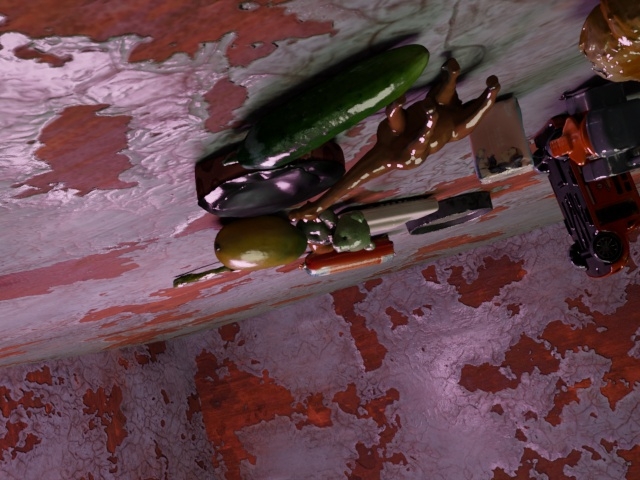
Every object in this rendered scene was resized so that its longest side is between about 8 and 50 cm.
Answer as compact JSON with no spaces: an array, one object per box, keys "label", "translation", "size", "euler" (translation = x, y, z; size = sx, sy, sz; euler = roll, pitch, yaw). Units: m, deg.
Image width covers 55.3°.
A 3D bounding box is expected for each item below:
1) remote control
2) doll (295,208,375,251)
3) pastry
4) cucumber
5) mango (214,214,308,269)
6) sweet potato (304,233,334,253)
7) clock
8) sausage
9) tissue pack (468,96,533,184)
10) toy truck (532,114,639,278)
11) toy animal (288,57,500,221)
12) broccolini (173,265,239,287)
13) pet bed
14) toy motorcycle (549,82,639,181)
[{"label":"remote control","translation":[0.134,-0.047,1.258],"size":[0.230,0.049,0.090],"euler":[-12,172,-28]},{"label":"doll","translation":[0.026,-0.009,1.155],"size":[0.150,0.078,0.115],"euler":[2,139,36]},{"label":"pastry","translation":[0.311,-0.199,0.542],"size":[0.153,0.081,0.153],"euler":[-11,172,-1]},{"label":"cucumber","translation":[-0.007,-0.116,0.588],"size":[0.250,0.056,0.056],"euler":[-24,167,33]},{"label":"mango","translation":[-0.105,0.009,1.084],"size":[0.137,0.091,0.237],"euler":[-10,171,11]},{"label":"sweet potato","translation":[0.002,0.000,1.312],"size":[0.055,0.058,0.202],"euler":[4,177,15]},{"label":"clock","translation":[0.310,-0.063,1.478],"size":[0.214,0.042,0.215],"euler":[-14,171,-2]},{"label":"sausage","translation":[0.067,0.045,1.635],"size":[0.263,0.083,0.083],"euler":[-11,170,-16]},{"label":"tissue pack","translation":[0.230,-0.128,0.788],"size":[0.074,0.094,0.058],"euler":[-16,172,21]},{"label":"toy truck","translation":[0.427,-0.073,0.957],"size":[0.114,0.253,0.107],"euler":[-19,171,-1]},{"label":"toy animal","translation":[0.072,-0.097,0.675],"size":[0.224,0.066,0.230],"euler":[-27,171,-15]},{"label":"broccolini","translation":[-0.228,0.059,1.398],"size":[0.254,0.071,0.058],"euler":[-12,-146,21]},{"label":"pet bed","translation":[-0.063,-0.076,0.759],"size":[0.201,0.054,0.201],"euler":[-15,172,-2]},{"label":"toy motorcycle","translation":[0.488,-0.170,0.818],"size":[0.325,0.148,0.221],"euler":[-15,179,-8]}]
